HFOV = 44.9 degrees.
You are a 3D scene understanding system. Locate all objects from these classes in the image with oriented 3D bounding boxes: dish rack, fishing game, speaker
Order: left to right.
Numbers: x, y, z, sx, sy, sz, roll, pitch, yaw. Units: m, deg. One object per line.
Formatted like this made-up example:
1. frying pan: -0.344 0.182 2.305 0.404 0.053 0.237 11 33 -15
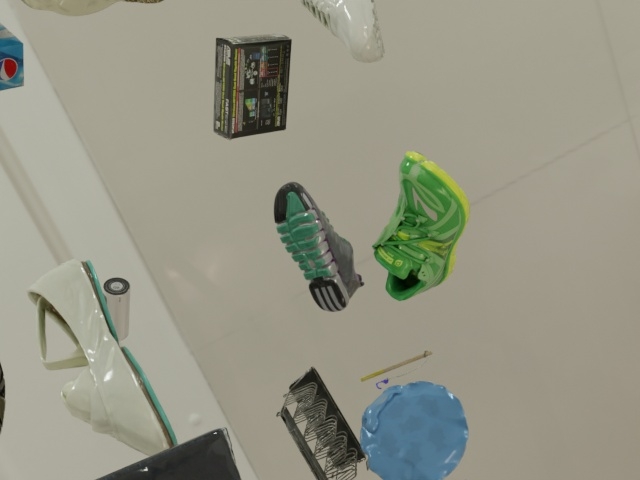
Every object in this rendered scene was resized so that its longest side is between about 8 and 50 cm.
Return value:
1. speaker: -0.423 0.144 1.606 0.055 0.136 0.055 8 38 -6
2. dish rack: 0.002 0.354 1.412 0.074 0.208 0.271 -32 -1 3
3. fishing game: 0.155 0.323 1.287 0.189 0.041 0.264 -27 52 6

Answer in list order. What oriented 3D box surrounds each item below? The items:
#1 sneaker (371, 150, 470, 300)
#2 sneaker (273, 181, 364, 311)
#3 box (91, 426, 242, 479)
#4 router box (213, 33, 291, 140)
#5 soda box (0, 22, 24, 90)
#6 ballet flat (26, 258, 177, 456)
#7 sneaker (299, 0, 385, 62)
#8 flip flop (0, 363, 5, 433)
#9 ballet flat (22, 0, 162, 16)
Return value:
1. sneaker: 0.144 -0.005 1.150 0.123 0.296 0.109 -38 56 -23
2. sneaker: 0.000 0.000 1.250 0.083 0.224 0.098 -9 20 38
3. box: -0.256 0.500 0.734 0.479 0.472 0.297 -16 -11 -33
4. router box: -0.086 -0.194 0.971 0.092 0.123 0.038 -16 32 -39
5. soda box: -0.510 -0.296 1.115 0.210 0.071 0.067 40 44 25
6. ballet flat: -0.351 0.192 1.188 0.139 0.139 0.400 -28 54 -13
7. sneaker: 0.019 -0.302 0.960 0.094 0.090 0.235 -13 55 1
8. flip flop: -0.372 0.081 0.732 0.080 0.277 0.112 -8 31 -1
9. ballet flat: -0.417 -0.385 1.031 0.482 0.182 0.164 -7 -24 -34
